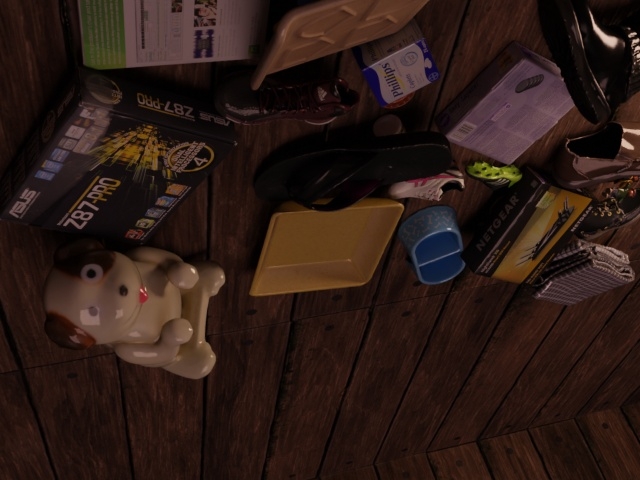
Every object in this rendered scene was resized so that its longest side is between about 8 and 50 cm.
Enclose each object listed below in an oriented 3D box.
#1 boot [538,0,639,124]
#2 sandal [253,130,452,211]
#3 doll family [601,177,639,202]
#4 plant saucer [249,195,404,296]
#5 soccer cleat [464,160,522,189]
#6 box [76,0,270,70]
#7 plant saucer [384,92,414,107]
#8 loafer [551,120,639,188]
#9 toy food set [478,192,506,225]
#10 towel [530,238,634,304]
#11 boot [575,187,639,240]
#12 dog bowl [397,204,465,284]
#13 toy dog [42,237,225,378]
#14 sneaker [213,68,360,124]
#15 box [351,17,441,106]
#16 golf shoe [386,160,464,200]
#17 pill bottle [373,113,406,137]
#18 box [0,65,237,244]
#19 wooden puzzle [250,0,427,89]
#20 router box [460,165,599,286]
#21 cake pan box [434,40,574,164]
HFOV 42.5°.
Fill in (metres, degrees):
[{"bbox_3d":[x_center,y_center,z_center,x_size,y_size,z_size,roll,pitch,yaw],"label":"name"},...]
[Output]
[{"bbox_3d":[0.607,-0.430,1.676,0.260,0.131,0.348,-34,131,5],"label":"boot"},{"bbox_3d":[0.062,-0.138,1.776,0.446,0.107,0.167,-10,149,13],"label":"sandal"},{"bbox_3d":[0.821,-0.187,2.176,0.111,0.076,0.193,0,139,-18],"label":"doll family"},{"bbox_3d":[0.000,0.000,2.028,0.333,0.081,0.332,-5,144,-21],"label":"plant saucer"},{"bbox_3d":[0.422,-0.156,2.037,0.179,0.060,0.072,1,142,-32],"label":"soccer cleat"},{"bbox_3d":[-0.244,-0.399,1.376,0.322,0.058,0.232,-9,145,-17],"label":"box"},{"bbox_3d":[0.159,-0.313,1.728,0.084,0.013,0.083,-14,146,-10],"label":"plant saucer"},{"bbox_3d":[0.757,-0.230,2.028,0.366,0.133,0.130,-19,146,0],"label":"loafer"},{"bbox_3d":[0.515,-0.087,2.194,0.133,0.038,0.192,-1,142,-25],"label":"toy food set"},{"bbox_3d":[0.772,0.102,2.459,0.284,0.121,0.235,13,149,-43],"label":"towel"},{"bbox_3d":[0.777,-0.087,2.273,0.236,0.085,0.179,-33,145,32],"label":"boot"},{"bbox_3d":[0.308,0.021,2.213,0.166,0.074,0.297,-21,145,3],"label":"dog bowl"},{"bbox_3d":[-0.435,0.125,1.807,0.396,0.284,0.408,12,171,17],"label":"toy dog"},{"bbox_3d":[-0.048,-0.278,1.541,0.281,0.106,0.163,-5,-178,-34],"label":"sneaker"},{"bbox_3d":[0.150,-0.349,1.621,0.137,0.072,0.126,-26,145,10],"label":"box"},{"bbox_3d":[0.252,-0.131,1.965,0.186,0.086,0.067,-17,147,-1],"label":"golf shoe"},{"bbox_3d":[0.162,-0.221,1.812,0.065,0.065,0.116,-25,146,9],"label":"pill bottle"},{"bbox_3d":[-0.397,-0.145,1.584,0.318,0.097,0.395,14,142,-38],"label":"box"},{"bbox_3d":[0.044,-0.386,1.383,0.348,0.080,0.322,-26,-178,-13],"label":"wooden puzzle"},{"bbox_3d":[0.553,-0.030,2.178,0.243,0.081,0.308,12,122,-35],"label":"router box"},{"bbox_3d":[0.423,-0.294,1.838,0.246,0.070,0.267,14,133,-36],"label":"cake pan box"}]
